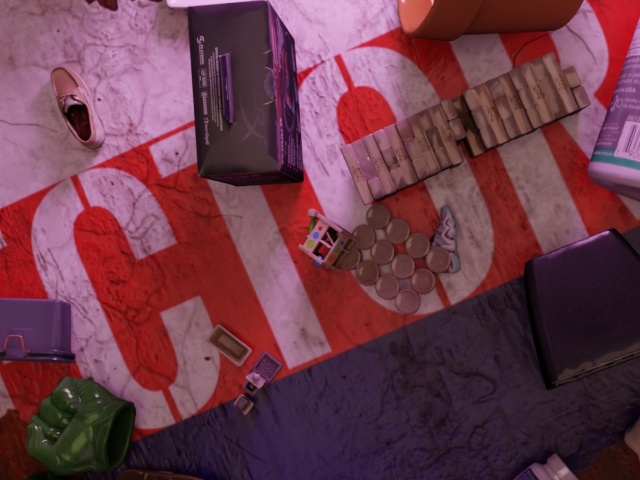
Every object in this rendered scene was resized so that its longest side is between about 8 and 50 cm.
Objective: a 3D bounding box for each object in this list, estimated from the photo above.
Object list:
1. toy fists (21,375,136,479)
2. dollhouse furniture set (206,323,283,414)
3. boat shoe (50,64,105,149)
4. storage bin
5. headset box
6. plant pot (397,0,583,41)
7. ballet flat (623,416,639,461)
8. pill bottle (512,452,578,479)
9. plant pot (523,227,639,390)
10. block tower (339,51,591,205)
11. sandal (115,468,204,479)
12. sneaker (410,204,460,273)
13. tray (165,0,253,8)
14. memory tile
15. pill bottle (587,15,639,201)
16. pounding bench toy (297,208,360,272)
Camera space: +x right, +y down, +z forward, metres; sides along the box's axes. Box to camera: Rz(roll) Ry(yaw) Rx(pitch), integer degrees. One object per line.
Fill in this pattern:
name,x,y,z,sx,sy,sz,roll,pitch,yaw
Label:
toy fists,-0.370,0.339,1.514,0.142,0.096,0.279,12,93,21
dollhouse furniture set,-0.129,0.185,1.500,0.114,0.081,0.091,38,93,4
boat shoe,-0.362,-0.200,1.540,0.050,0.045,0.135,-29,87,5
storage bin,-0.431,0.131,1.530,0.135,0.098,0.091,0,80,6
headset box,-0.096,-0.188,1.390,0.110,0.293,0.218,-4,91,5
plant pot,0.241,-0.397,1.379,0.204,0.291,0.290,8,91,-11
ballet flat,0.516,0.346,1.447,0.086,0.086,0.248,-39,85,5
pill bottle,0.301,0.356,1.466,0.120,0.067,0.067,-41,86,5
plant pot,0.367,0.090,1.411,0.188,0.188,0.166,-21,75,6
block tower,0.198,-0.156,1.463,0.336,0.097,0.090,-24,88,3
sandal,-0.217,0.374,1.531,0.180,0.049,0.072,9,85,20
sneaker,0.161,0.001,1.493,0.069,0.038,0.098,-7,89,5
tray,-0.149,-0.471,1.526,0.145,0.030,0.270,3,90,5
memory tile,0.104,0.027,1.489,0.148,0.012,0.113,37,98,20
pill bottle,0.505,-0.222,1.375,0.204,0.204,0.360,19,92,5
pounding bench toy,0.000,0.000,1.501,0.083,0.052,0.065,36,95,36
